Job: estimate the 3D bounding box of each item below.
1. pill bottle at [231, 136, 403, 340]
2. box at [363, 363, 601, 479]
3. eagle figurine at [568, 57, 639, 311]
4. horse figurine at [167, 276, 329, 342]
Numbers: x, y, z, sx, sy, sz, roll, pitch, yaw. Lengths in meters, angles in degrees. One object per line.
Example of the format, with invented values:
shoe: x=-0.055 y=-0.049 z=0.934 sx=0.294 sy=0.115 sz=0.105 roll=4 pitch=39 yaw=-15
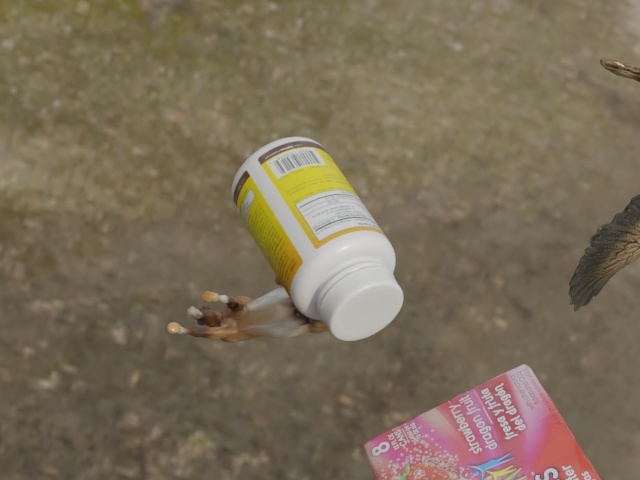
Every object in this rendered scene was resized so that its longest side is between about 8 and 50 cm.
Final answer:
pill bottle: x=0.000 y=0.000 z=1.771 sx=0.117 sy=0.117 sz=0.215 roll=1 pitch=42 yaw=-37
box: x=0.132 y=0.213 z=1.009 sx=0.122 sy=0.128 sz=0.257 roll=-25 pitch=38 yaw=-1
eagle figurine: x=0.432 y=-0.048 z=2.011 sx=0.226 sy=0.298 sz=0.225 roll=6 pitch=-10 yaw=30
horse figurine: x=-0.047 y=0.074 z=1.906 sx=0.263 sy=0.066 sz=0.174 roll=-13 pitch=-13 yaw=19
